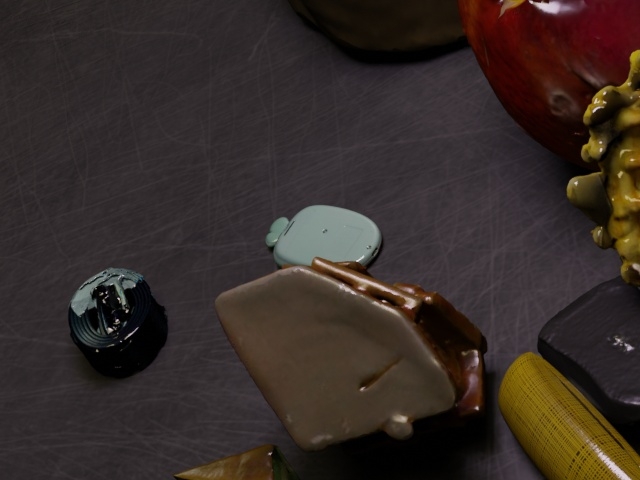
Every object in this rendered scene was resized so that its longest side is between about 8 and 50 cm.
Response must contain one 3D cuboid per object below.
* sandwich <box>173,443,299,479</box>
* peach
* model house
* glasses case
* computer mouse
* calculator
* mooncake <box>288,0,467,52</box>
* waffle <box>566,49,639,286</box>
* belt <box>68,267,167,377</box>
[{"bbox_3d":[-0.083,0.260,1.908,0.116,0.074,0.074,-18,42,15],"label":"sandwich"},{"bbox_3d":[0.310,-0.271,2.009,0.339,0.353,0.417,-23,59,20],"label":"peach"},{"bbox_3d":[0.047,0.104,1.909,0.199,0.220,0.229,-25,-4,19],"label":"model house"},{"bbox_3d":[0.235,0.192,1.786,0.234,0.064,0.079,50,128,49],"label":"glasses case"},{"bbox_3d":[0.294,0.116,1.833,0.122,0.073,0.217,-32,34,-6],"label":"computer mouse"},{"bbox_3d":[0.000,0.000,2.164,0.153,0.021,0.095,14,56,35],"label":"calculator"},{"bbox_3d":[0.128,-0.453,2.370,0.467,0.262,0.467,-18,40,16],"label":"mooncake"},{"bbox_3d":[0.387,-0.072,1.807,0.329,0.329,0.062,-26,13,5],"label":"waffle"},{"bbox_3d":[-0.229,0.088,2.181,0.105,0.058,0.140,-26,40,-1],"label":"belt"}]
